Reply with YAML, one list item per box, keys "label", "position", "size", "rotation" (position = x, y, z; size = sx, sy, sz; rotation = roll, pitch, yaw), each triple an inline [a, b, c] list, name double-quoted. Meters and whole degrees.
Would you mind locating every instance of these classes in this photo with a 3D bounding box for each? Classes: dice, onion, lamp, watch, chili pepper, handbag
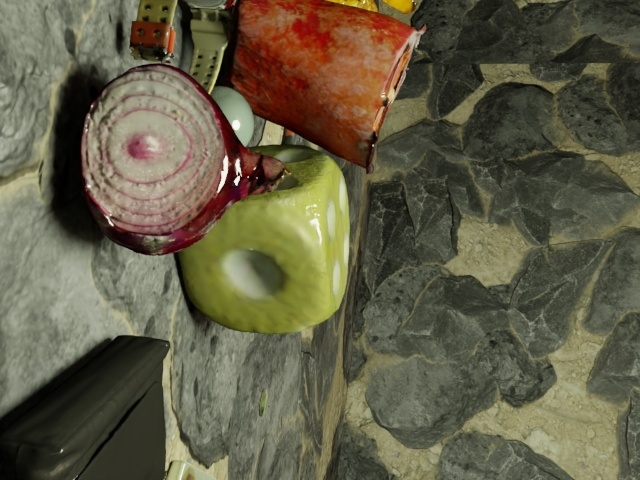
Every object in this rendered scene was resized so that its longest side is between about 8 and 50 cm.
- label: "dice"
  position: [-0.079, -0.008, 0.925]
  size: [0.233, 0.226, 0.238]
  rotation: [-71, 159, -56]
- label: "onion"
  position: [-0.143, -0.079, 0.635]
  size: [0.140, 0.218, 0.195]
  rotation: [127, -35, -76]
- label: "lamp"
  position: [-0.148, -0.171, 0.846]
  size: [0.105, 0.105, 0.105]
  rotation: [3, 90, -77]
- label: "watch"
  position: [-0.180, -0.235, 0.730]
  size: [0.165, 0.102, 0.268]
  rotation: [71, 30, -66]
- label: "chili pepper"
  position: [-0.020, -0.253, 0.890]
  size: [0.251, 0.305, 0.229]
  rotation: [-130, -123, -87]
- label: "handbag"
  position: [-0.241, 0.238, 0.615]
  size: [0.247, 0.080, 0.223]
  rotation: [-55, 154, -71]

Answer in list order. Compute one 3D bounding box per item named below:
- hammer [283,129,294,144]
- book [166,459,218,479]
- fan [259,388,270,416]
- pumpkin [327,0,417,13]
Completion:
- label: "hammer"
  position: [-0.071, -0.235, 1.331]
  size: [0.111, 0.033, 0.288]
  rotation: [62, 34, -68]
- label: "book"
  position: [-0.207, 0.480, 0.924]
  size: [0.264, 0.027, 0.202]
  rotation: [73, 23, -57]
- label: "fan"
  position: [-0.127, 0.374, 1.309]
  size: [0.060, 0.003, 0.080]
  rotation: [-71, 160, -49]
- label: "pumpkin"
  position: [0.037, -0.524, 1.186]
  size: [0.256, 0.303, 0.225]
  rotation: [32, 35, -34]
